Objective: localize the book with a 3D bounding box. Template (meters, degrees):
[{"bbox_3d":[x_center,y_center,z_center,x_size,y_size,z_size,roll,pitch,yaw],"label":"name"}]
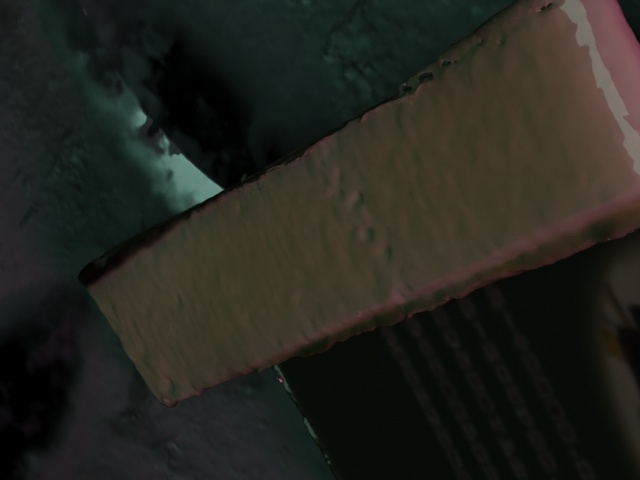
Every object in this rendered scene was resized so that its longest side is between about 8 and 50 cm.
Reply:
[{"bbox_3d":[0.110,0.076,0.670,0.371,0.043,0.260,-24,94,58],"label":"book"}]

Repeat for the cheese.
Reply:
[{"bbox_3d":[0.003,0.000,0.698,0.085,0.034,0.400,58,150,-3],"label":"cheese"}]
